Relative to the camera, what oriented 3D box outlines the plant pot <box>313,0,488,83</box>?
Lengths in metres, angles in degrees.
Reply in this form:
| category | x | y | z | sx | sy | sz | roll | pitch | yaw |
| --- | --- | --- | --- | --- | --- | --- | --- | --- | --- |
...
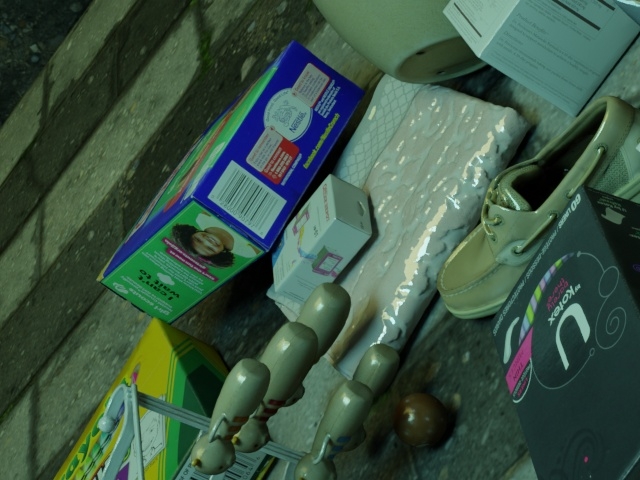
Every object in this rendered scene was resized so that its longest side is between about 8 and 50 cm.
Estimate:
| category | x | y | z | sx | sy | sz | roll | pitch | yaw |
| --- | --- | --- | --- | --- | --- | --- | --- | --- | --- |
| plant pot | 0.121 | -0.285 | 1.895 | 0.284 | 0.284 | 0.191 | -32 | 67 | 47 |

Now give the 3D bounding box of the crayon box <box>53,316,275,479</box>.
| category | x | y | z | sx | sy | sz | roll | pitch | yaw |
| --- | --- | --- | --- | --- | --- | --- | --- | --- | --- |
| crayon box | -0.224 | 0.316 | 2.064 | 0.363 | 0.106 | 0.313 | -58 | 25 | 8 |

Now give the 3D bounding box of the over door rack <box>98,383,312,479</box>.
| category | x | y | z | sx | sy | sz | roll | pitch | yaw |
| --- | --- | --- | --- | --- | --- | --- | --- | --- | --- |
| over door rack | -0.094 | 0.273 | 1.689 | 0.108 | 0.240 | 0.324 | -63 | 21 | 11 |

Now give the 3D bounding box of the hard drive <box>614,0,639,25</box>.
| category | x | y | z | sx | sy | sz | roll | pitch | yaw |
| --- | --- | --- | --- | --- | --- | --- | --- | --- | --- |
| hard drive | 0.355 | -0.200 | 1.351 | 0.172 | 0.255 | 0.054 | -54 | 48 | 14 |

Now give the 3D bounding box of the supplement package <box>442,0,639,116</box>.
| category | x | y | z | sx | sy | sz | roll | pitch | yaw |
| --- | --- | --- | --- | --- | --- | --- | --- | --- | --- |
| supplement package | 0.260 | -0.275 | 1.725 | 0.244 | 0.134 | 0.139 | -54 | 26 | 17 |

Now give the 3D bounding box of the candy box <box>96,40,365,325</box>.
| category | x | y | z | sx | sy | sz | roll | pitch | yaw |
| --- | --- | --- | --- | --- | --- | --- | --- | --- | --- |
| candy box | -0.113 | -0.063 | 2.112 | 0.268 | 0.122 | 0.317 | -59 | 11 | -32 |

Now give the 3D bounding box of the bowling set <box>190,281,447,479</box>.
| category | x | y | z | sx | sy | sz | roll | pitch | yaw |
| --- | --- | --- | --- | --- | --- | --- | --- | --- | --- |
| bowling set | 0.007 | 0.182 | 1.682 | 0.154 | 0.200 | 0.287 | -63 | -13 | 26 |

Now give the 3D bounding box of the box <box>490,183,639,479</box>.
| category | x | y | z | sx | sy | sz | roll | pitch | yaw |
| --- | --- | --- | --- | --- | --- | --- | --- | --- | --- |
| box | 0.250 | 0.109 | 1.312 | 0.270 | 0.143 | 0.165 | -103 | 35 | -54 |

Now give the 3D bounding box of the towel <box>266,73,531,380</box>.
| category | x | y | z | sx | sy | sz | roll | pitch | yaw |
| --- | --- | --- | --- | --- | --- | --- | --- | --- | --- |
| towel | 0.075 | -0.025 | 1.918 | 0.331 | 0.053 | 0.317 | -61 | 25 | 3 |

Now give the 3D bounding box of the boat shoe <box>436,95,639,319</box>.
| category | x | y | z | sx | sy | sz | roll | pitch | yaw |
| --- | --- | --- | --- | --- | --- | --- | --- | --- | --- |
| boat shoe | 0.202 | -0.033 | 1.628 | 0.302 | 0.098 | 0.109 | -40 | 32 | 38 |

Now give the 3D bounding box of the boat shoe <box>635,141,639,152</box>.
| category | x | y | z | sx | sy | sz | roll | pitch | yaw |
| --- | --- | --- | --- | --- | --- | --- | --- | --- | --- |
| boat shoe | 0.353 | -0.056 | 1.373 | 0.102 | 0.108 | 0.301 | -56 | 19 | 12 |

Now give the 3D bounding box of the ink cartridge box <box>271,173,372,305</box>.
| category | x | y | z | sx | sy | sz | roll | pitch | yaw |
| --- | --- | --- | --- | --- | --- | --- | --- | --- | --- |
| ink cartridge box | 0.000 | 0.000 | 1.912 | 0.122 | 0.052 | 0.088 | -49 | 26 | 27 |
